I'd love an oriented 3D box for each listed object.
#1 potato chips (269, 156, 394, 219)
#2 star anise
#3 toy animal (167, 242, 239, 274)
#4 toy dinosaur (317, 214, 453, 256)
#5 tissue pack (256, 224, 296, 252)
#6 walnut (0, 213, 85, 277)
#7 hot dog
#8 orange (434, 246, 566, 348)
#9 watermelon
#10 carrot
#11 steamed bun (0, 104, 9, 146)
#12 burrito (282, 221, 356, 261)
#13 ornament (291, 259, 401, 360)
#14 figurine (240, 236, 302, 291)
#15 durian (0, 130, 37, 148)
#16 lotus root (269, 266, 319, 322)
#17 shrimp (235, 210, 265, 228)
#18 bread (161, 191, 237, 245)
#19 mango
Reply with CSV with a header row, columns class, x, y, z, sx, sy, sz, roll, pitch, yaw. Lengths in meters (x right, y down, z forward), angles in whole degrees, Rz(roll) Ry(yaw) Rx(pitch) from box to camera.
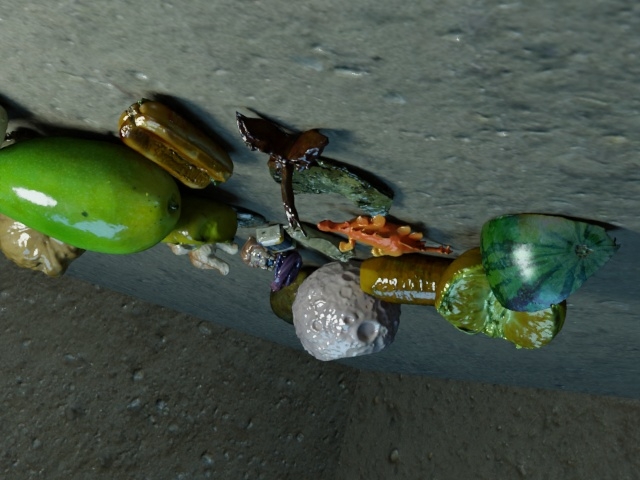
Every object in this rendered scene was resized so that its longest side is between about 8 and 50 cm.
class,x,y,z,sx,sy,sz,roll,pitch,yaw
potato chips,0.018,-0.092,1.307,0.220,0.029,0.202,15,163,4
star anise,-0.062,-0.099,1.142,0.141,0.144,0.158,19,168,14
toy animal,-0.325,0.003,1.867,0.184,0.104,0.185,11,172,41
toy dinosaur,0.136,-0.005,1.455,0.289,0.070,0.117,12,166,-12
tissue pack,-0.098,-0.003,1.708,0.062,0.042,0.083,-13,159,20
walnut,-0.634,-0.032,1.784,0.225,0.257,0.257,-16,172,-15
hot dog,-0.224,-0.153,1.227,0.104,0.076,0.250,-15,158,23
orange,0.338,0.094,1.432,0.237,0.158,0.179,11,135,11
watermelon,0.352,0.043,1.260,0.128,0.146,0.231,22,166,-27
carrot,0.234,0.086,1.624,0.302,0.114,0.114,3,162,25
steamed bun,-0.656,-0.202,1.280,0.170,0.152,0.239,3,164,34
burrito,0.000,0.002,1.647,0.188,0.045,0.058,25,155,-30
ornament,0.062,0.161,1.816,0.260,0.225,0.259,-11,174,-1
figurine,-0.112,0.046,1.839,0.157,0.114,0.126,36,140,30
durian,-0.573,-0.166,1.494,0.111,0.071,0.140,-1,140,4
lotus root,-0.056,0.152,2.062,0.160,0.151,0.275,25,163,-8
shrimp,-0.201,-0.053,1.666,0.161,0.034,0.091,3,161,10
bread,-0.351,-0.056,1.609,0.384,0.112,0.166,6,-175,30
mango,-0.443,-0.086,1.411,0.382,0.201,0.225,8,174,0
